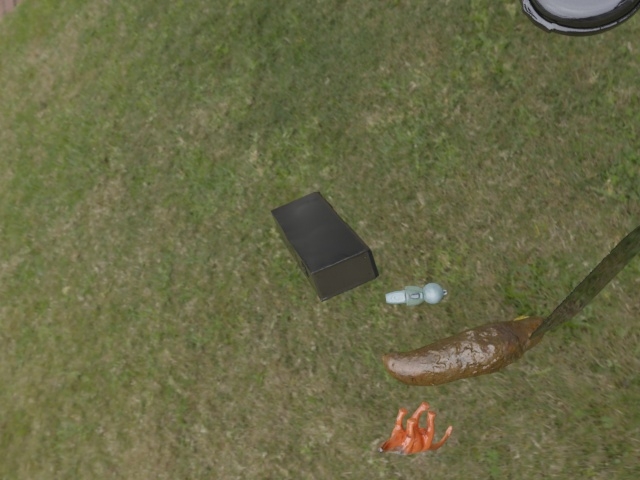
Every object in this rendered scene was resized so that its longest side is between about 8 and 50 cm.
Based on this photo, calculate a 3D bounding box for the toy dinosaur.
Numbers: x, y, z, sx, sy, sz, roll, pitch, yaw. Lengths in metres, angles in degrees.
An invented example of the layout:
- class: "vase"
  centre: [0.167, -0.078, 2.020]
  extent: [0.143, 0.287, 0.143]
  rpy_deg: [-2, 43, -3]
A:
- class: "toy dinosaur"
  centre: [0.169, 0.332, 1.049]
  extent: [0.055, 0.280, 0.101]
  rpy_deg: [26, 104, 42]

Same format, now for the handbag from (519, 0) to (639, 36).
- class: "handbag"
  centre: [0.516, -0.553, 1.213]
  extent: [0.254, 0.093, 0.307]
  rpy_deg: [-14, 76, 14]

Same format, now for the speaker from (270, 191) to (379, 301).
- class: "speaker"
  centre: [0.000, 0.000, 0.809]
  extent: [0.082, 0.044, 0.218]
  rpy_deg: [-23, 28, -8]

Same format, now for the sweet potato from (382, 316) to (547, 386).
- class: "sweet potato"
  centre: [0.293, 0.207, 1.154]
  extent: [0.342, 0.114, 0.092]
  rpy_deg: [-15, 102, -6]

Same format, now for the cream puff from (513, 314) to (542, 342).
- class: "cream puff"
  centre: [0.508, 0.212, 1.484]
  extent: [0.083, 0.083, 0.058]
  rpy_deg: [23, 95, 37]

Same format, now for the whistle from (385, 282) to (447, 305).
- class: "whistle"
  centre: [0.157, 0.090, 0.998]
  extent: [0.100, 0.035, 0.035]
  rpy_deg: [-7, 66, 6]

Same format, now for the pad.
- class: "pad"
  centre: [0.462, 0.028, 0.976]
  extent: [0.055, 0.323, 0.250]
  rpy_deg: [38, 128, 14]
